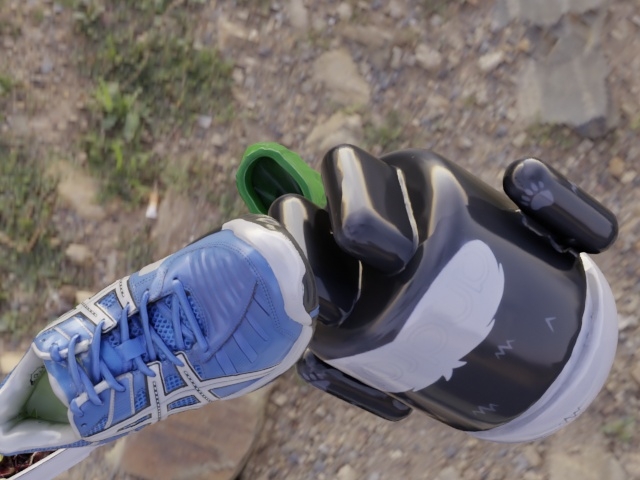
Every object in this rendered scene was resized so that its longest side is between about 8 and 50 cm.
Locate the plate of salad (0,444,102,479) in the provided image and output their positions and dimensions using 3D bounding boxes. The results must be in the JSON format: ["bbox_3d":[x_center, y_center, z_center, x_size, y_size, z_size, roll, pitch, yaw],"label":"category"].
[{"bbox_3d":[-0.207,0.140,0.967,0.200,0.200,0.048,-28,93,-21],"label":"plate of salad"}]

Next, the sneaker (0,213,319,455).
[{"bbox_3d":[-0.082,0.056,0.705,0.081,0.211,0.080,-25,82,-50],"label":"sneaker"}]

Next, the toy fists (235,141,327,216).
[{"bbox_3d":[0.000,0.000,1.762,0.096,0.142,0.279,-41,86,13],"label":"toy fists"}]

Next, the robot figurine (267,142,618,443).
[{"bbox_3d":[0.092,0.039,1.080,0.278,0.209,0.173,30,70,-31],"label":"robot figurine"}]
